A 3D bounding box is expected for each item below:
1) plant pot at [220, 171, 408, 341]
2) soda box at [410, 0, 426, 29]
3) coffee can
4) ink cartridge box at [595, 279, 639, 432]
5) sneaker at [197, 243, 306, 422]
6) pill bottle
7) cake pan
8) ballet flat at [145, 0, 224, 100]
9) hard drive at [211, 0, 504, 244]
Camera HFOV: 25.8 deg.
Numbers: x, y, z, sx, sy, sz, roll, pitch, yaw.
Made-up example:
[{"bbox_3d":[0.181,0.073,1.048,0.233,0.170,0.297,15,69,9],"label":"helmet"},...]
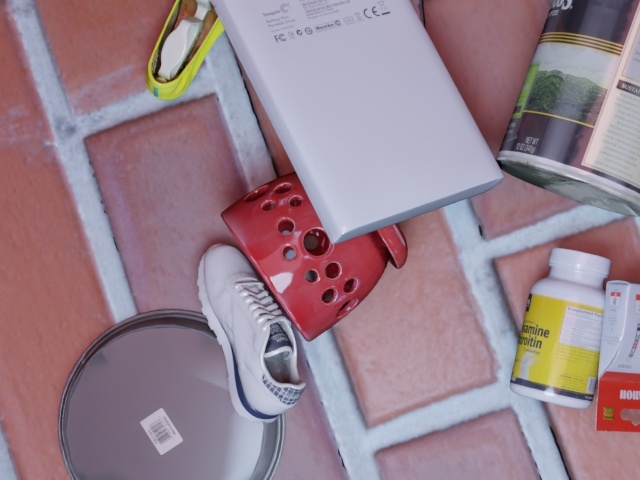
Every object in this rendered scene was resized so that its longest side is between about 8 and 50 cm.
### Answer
[{"bbox_3d":[0.000,0.000,1.683,0.174,0.191,0.191,-33,85,-1],"label":"plant pot"},{"bbox_3d":[0.101,-0.286,1.760,0.060,0.053,0.169,-5,86,4],"label":"soda box"},{"bbox_3d":[0.347,-0.188,1.661,0.201,0.201,0.275,20,88,5],"label":"coffee can"},{"bbox_3d":[0.398,0.143,1.677,0.145,0.045,0.179,8,84,-36],"label":"ink cartridge box"},{"bbox_3d":[-0.078,0.100,1.702,0.090,0.095,0.235,-7,66,-36],"label":"sneaker"},{"bbox_3d":[0.298,0.106,1.697,0.103,0.103,0.184,13,87,5],"label":"pill bottle"},{"bbox_3d":[-0.192,0.233,1.751,0.293,0.054,0.293,0,87,4],"label":"cake pan"},{"bbox_3d":[-0.156,-0.284,1.766,0.077,0.077,0.231,26,89,6],"label":"ballet flat"},{"bbox_3d":[0.039,-0.187,1.638,0.233,0.047,0.353,-19,74,-27],"label":"hard drive"}]
